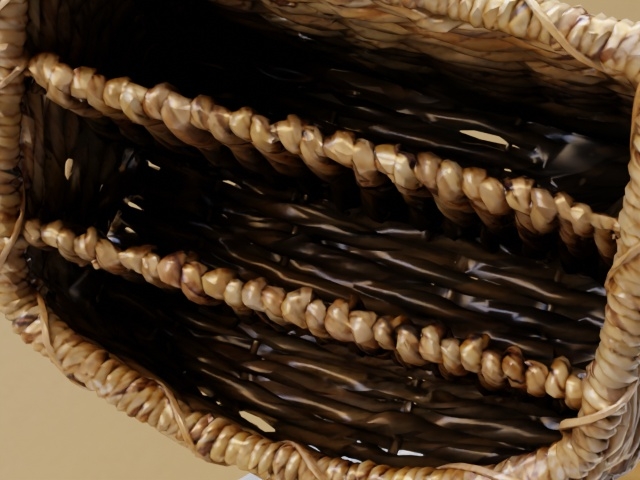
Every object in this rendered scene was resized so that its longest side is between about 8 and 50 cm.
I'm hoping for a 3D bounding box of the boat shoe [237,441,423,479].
[{"bbox_3d":[-0.015,0.179,1.180,0.083,0.226,0.076,-90,-19,-64],"label":"boat shoe"}]

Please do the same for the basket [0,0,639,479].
[{"bbox_3d":[0.000,0.000,0.824,0.223,0.299,0.213,31,-104,-74],"label":"basket"}]
